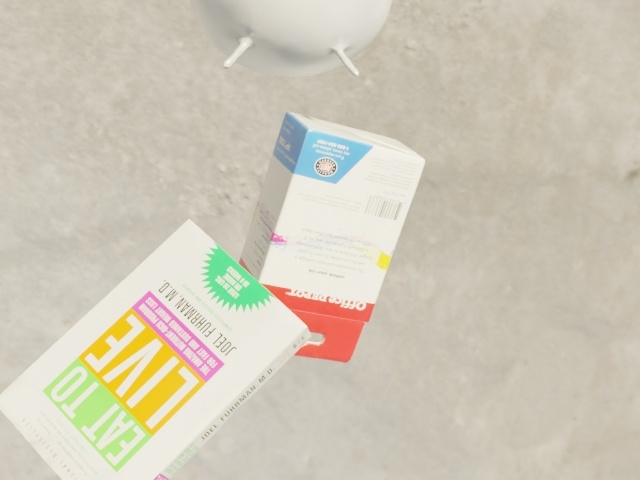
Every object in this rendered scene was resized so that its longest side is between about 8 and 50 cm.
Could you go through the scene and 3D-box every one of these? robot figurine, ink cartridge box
[{"bbox_3d":[-0.028,-0.312,0.999,0.199,0.300,0.353,78,10,-62],"label":"robot figurine"},{"bbox_3d":[0.000,0.000,1.017,0.134,0.078,0.231,12,106,-25],"label":"ink cartridge box"}]

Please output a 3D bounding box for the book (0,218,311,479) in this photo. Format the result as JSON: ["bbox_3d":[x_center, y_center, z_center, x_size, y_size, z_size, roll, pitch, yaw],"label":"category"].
[{"bbox_3d":[-0.088,0.071,0.539,0.144,0.096,0.035,-45,156,-11],"label":"book"}]
